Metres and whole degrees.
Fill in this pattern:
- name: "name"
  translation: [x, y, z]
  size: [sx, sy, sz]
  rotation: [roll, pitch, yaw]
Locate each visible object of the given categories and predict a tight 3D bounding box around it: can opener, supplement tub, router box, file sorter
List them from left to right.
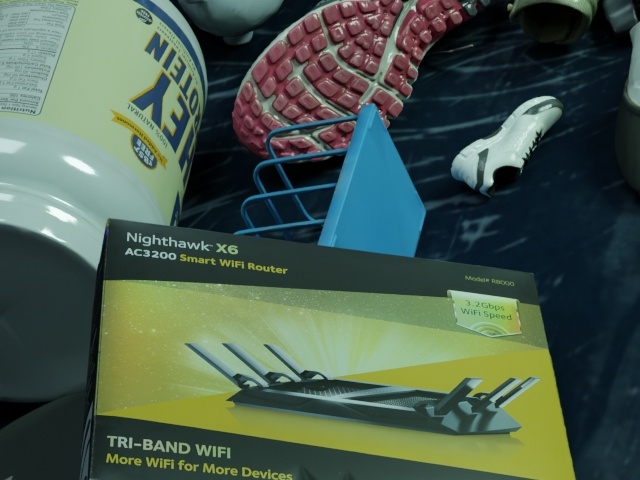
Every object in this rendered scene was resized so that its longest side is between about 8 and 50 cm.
- name: "supplement tub"
  translation: [-0.227, -0.053, 1.485]
  size: [0.235, 0.235, 0.325]
  rotation: [-11, 41, 17]
- name: "file sorter"
  translation: [0.000, 0.000, 1.402]
  size: [0.104, 0.118, 0.170]
  rotation: [-7, 42, 25]
- name: "router box"
  translation: [0.001, 0.108, 1.194]
  size: [0.309, 0.081, 0.243]
  rotation: [7, 39, -10]
- name: "can opener"
  translation: [0.274, -0.249, 1.587]
  size: [0.073, 0.059, 0.186]
  rotation: [-14, 40, 14]

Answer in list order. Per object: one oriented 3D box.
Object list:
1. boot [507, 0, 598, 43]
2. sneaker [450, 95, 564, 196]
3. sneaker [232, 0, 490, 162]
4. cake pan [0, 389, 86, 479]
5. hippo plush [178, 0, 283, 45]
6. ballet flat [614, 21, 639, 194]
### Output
- name: "boot"
  translation: [0.209, -0.251, 1.597]
  size: [0.213, 0.077, 0.165]
  rotation: [165, 123, -78]
- name: "sneaker"
  translation: [0.158, -0.074, 1.472]
  size: [0.109, 0.040, 0.044]
  rotation: [-39, 57, -12]
- name: "sneaker"
  translation: [0.042, -0.172, 1.596]
  size: [0.299, 0.121, 0.112]
  rotation: [-41, 12, -18]
- name: "cake pan"
  translation: [-0.217, 0.204, 1.250]
  size: [0.293, 0.054, 0.293]
  rotation: [-31, 19, 12]
- name: "hippo plush"
  translation: [-0.044, -0.298, 1.720]
  size: [0.294, 0.234, 0.236]
  rotation: [37, 97, 24]
- name: "ballet flat"
  translation: [0.290, -0.156, 1.443]
  size: [0.095, 0.096, 0.280]
  rotation: [3, 46, 29]
